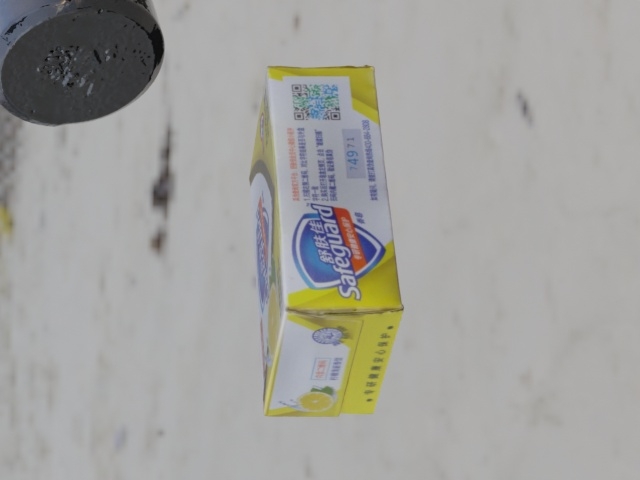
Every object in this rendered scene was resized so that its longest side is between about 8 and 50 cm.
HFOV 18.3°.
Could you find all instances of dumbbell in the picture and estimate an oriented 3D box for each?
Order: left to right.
[{"bbox_3d":[-0.226,-0.219,1.690,0.152,0.153,0.218,108,152,-46],"label":"dumbbell"}]

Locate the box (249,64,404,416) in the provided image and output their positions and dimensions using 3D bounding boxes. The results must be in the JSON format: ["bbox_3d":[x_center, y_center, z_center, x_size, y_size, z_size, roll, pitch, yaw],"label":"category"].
[{"bbox_3d":[0.000,0.000,1.686,0.168,0.097,0.265,103,166,-54],"label":"box"}]
